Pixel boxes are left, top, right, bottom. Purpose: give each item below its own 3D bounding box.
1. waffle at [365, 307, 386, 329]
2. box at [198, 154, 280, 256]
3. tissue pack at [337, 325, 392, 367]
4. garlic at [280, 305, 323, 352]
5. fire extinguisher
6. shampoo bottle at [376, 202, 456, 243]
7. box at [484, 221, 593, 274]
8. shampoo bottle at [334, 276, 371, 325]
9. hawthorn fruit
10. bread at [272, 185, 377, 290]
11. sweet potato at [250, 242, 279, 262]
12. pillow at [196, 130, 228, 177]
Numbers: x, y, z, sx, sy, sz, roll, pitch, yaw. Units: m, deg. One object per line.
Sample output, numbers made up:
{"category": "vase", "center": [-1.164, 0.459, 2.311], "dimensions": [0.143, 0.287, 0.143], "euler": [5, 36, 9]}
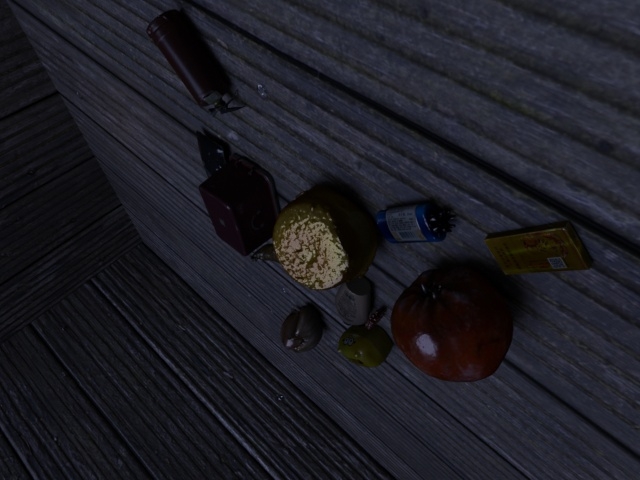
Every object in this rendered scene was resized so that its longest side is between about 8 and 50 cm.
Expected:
{"category": "waffle", "center": [0.166, 0.238, 1.266], "dimensions": [0.029, 0.075, 0.083], "euler": [44, 168, 19]}
{"category": "box", "center": [-0.252, -0.102, 1.327], "dimensions": [0.193, 0.167, 0.294], "euler": [34, 151, 29]}
{"category": "tissue pack", "center": [0.144, 0.360, 1.411], "dimensions": [0.123, 0.127, 0.178], "euler": [52, 154, -15]}
{"category": "garlic", "center": [-0.064, 0.372, 1.718], "dimensions": [0.160, 0.191, 0.214], "euler": [30, 148, -22]}
{"category": "fire extinguisher", "center": [-0.307, -0.429, 1.045], "dimensions": [0.269, 0.104, 0.104], "euler": [56, 153, -16]}
{"category": "shampoo bottle", "center": [0.198, -0.034, 0.871], "dimensions": [0.183, 0.050, 0.087], "euler": [-3, 122, 58]}
{"category": "box", "center": [0.369, 0.017, 0.718], "dimensions": [0.089, 0.022, 0.156], "euler": [51, 153, -11]}
{"category": "shampoo bottle", "center": [0.101, 0.199, 1.305], "dimensions": [0.127, 0.078, 0.257], "euler": [33, 149, 17]}
{"category": "hawthorn fruit", "center": [0.287, 0.195, 0.870], "dimensions": [0.272, 0.242, 0.241], "euler": [53, 153, -19]}
{"category": "bread", "center": [0.000, 0.000, 1.029], "dimensions": [0.268, 0.145, 0.269], "euler": [8, 107, 29]}
{"category": "sweet potato", "center": [-0.044, 0.049, 1.247], "dimensions": [0.422, 0.130, 0.131], "euler": [10, 136, 42]}
{"category": "pillow", "center": [-0.345, -0.252, 1.379], "dimensions": [0.141, 0.055, 0.208], "euler": [34, 149, 26]}
